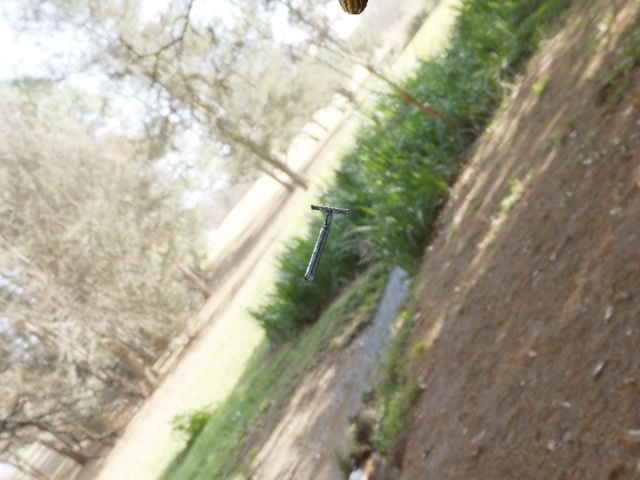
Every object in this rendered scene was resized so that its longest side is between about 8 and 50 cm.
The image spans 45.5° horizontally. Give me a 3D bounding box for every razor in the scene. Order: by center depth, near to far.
[{"bbox_3d":[0.000,0.006,1.549,0.036,0.084,0.211,88,-166,-46],"label":"razor"}]

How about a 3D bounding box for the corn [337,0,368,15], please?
[{"bbox_3d":[0.068,-0.614,1.727,0.101,0.101,0.291,-54,-19,-12],"label":"corn"}]
